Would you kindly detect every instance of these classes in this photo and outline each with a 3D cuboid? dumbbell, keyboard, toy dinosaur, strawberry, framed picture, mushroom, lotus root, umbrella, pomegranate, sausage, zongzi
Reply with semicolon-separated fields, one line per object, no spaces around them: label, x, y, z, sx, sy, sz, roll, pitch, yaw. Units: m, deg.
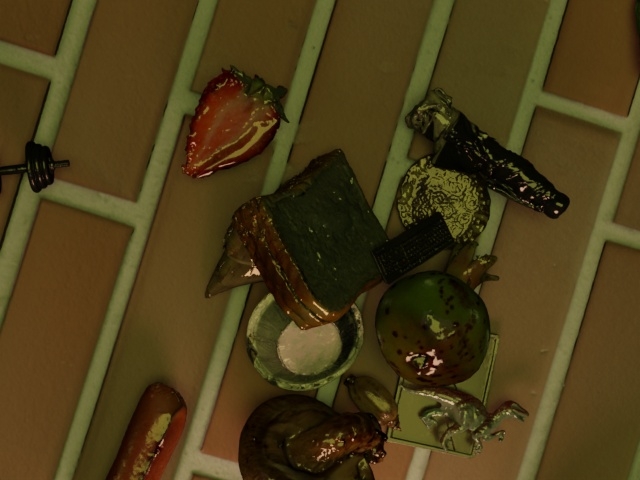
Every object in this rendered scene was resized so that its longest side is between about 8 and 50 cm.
dumbbell;-0.579;-0.134;1.880;0.209;0.099;0.099;-7;92;-4
keyboard;0.182;0.012;1.920;0.196;0.015;0.074;-29;100;-34
toy dinosaur;0.271;0.328;1.962;0.242;0.053;0.167;41;88;-3
strawberry;-0.169;-0.215;1.918;0.174;0.098;0.228;22;102;-21
framed picture;0.246;0.295;1.994;0.189;0.023;0.259;11;90;-5
mushroom;-0.010;0.417;1.889;0.283;0.195;0.263;-15;56;-8
lotus root;0.110;0.319;1.962;0.072;0.063;0.152;-43;89;24
umbrella;0.322;-0.154;1.926;0.358;0.113;0.106;37;69;3
pomegranate;0.243;0.153;1.899;0.286;0.231;0.230;-28;94;-34
sausage;-0.348;0.431;1.913;0.102;0.102;0.330;24;91;-5
zongzi;-0.113;0.055;1.935;0.195;0.099;0.197;20;112;-14

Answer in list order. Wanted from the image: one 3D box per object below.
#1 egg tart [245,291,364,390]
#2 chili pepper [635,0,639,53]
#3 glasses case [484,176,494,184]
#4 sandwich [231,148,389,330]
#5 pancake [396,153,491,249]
egg tart;-0.027;0.187;1.918;0.234;0.094;0.234;-3;104;-10
chili pepper;0.679;-0.453;1.986;0.099;0.083;0.253;6;94;-14
glasses case;0.339;-0.145;1.992;0.032;0.021;0.083;-21;92;-1
sandwich;0.000;0.000;1.846;0.099;0.301;0.271;-30;95;39
pancake;0.245;-0.076;1.987;0.199;0.021;0.199;0;92;-4
